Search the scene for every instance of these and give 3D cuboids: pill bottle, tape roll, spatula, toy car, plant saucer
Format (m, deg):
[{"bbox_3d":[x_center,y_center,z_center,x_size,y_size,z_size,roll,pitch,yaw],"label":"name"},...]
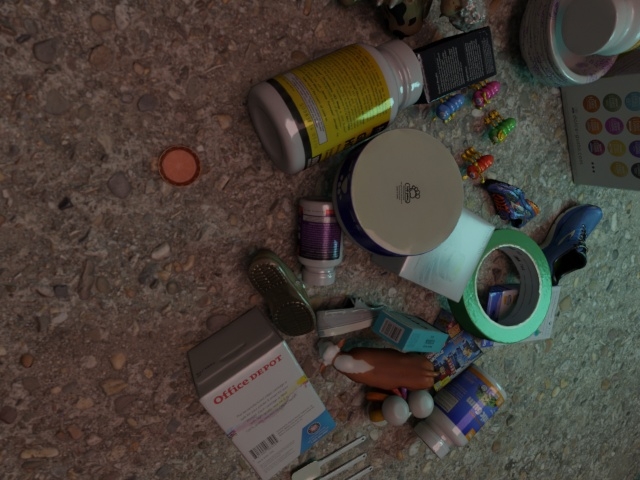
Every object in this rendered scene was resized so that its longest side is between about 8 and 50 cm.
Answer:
[{"bbox_3d":[0.037,-0.285,0.876,0.333,0.188,0.188,-29,113,-15],"label":"pill bottle"},{"bbox_3d":[0.000,0.000,0.979,0.108,0.108,0.194,-3,104,-24],"label":"pill bottle"},{"bbox_3d":[0.514,0.128,1.216,0.321,0.077,0.322,1,86,-19],"label":"tape roll"},{"bbox_3d":[0.413,0.515,1.278,0.272,0.152,0.152,-43,116,-10],"label":"pill bottle"},{"bbox_3d":[0.709,-0.518,0.975,0.278,0.162,0.162,-20,111,-18],"label":"pill bottle"},{"bbox_3d":[0.041,0.668,1.222,0.241,0.019,0.168,-20,110,-19],"label":"spatula"},{"bbox_3d":[0.210,0.435,1.185,0.181,0.159,0.136,-6,69,-23],"label":"toy car"},{"bbox_3d":[-0.285,-0.150,0.861,0.083,0.013,0.084,-6,105,-24],"label":"plant saucer"}]

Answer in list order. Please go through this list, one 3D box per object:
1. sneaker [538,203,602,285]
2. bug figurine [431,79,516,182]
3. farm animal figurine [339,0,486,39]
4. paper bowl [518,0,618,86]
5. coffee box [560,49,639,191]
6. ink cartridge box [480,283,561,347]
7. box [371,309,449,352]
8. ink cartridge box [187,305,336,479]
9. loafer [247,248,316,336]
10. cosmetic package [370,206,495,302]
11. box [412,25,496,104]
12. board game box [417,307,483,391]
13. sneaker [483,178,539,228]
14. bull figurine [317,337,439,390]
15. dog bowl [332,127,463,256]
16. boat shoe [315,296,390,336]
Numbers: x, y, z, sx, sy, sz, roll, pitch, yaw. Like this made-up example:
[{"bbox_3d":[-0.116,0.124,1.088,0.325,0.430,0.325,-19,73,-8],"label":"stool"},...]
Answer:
[{"bbox_3d":[0.784,0.024,1.324,0.330,0.147,0.130,-47,117,-8],"label":"sneaker"},{"bbox_3d":[0.412,-0.300,1.111,0.216,0.072,0.279,-43,116,-9],"label":"bug figurine"},{"bbox_3d":[0.139,-0.524,0.851,0.326,0.330,0.172,24,90,-56],"label":"farm animal figurine"},{"bbox_3d":[0.640,-0.551,1.108,0.284,0.148,0.285,-7,107,-23],"label":"paper bowl"},{"bbox_3d":[0.958,-0.365,1.197,0.338,0.334,0.338,-31,114,-15],"label":"coffee box"},{"bbox_3d":[0.622,0.233,1.352,0.310,0.065,0.186,-1,104,-26],"label":"ink cartridge box"},{"bbox_3d":[0.239,0.240,1.107,0.244,0.100,0.060,22,95,-51],"label":"box"},{"bbox_3d":[-0.134,0.333,0.952,0.198,0.197,0.270,-32,115,-13],"label":"ink cartridge box"},{"bbox_3d":[-0.081,0.119,0.982,0.101,0.092,0.269,-16,128,8],"label":"loafer"},{"bbox_3d":[0.292,0.009,1.100,0.224,0.138,0.224,24,93,-29],"label":"cosmetic package"},{"bbox_3d":[0.268,-0.395,0.975,0.207,0.153,0.108,-27,113,-15],"label":"box"},{"bbox_3d":[0.370,0.310,1.257,0.194,0.060,0.194,-32,113,-14],"label":"board game box"},{"bbox_3d":[0.543,-0.103,1.220,0.221,0.083,0.087,30,95,-26],"label":"sneaker"},{"bbox_3d":[0.143,0.317,1.074,0.188,0.310,0.101,40,60,-65],"label":"bull figurine"},{"bbox_3d":[0.164,-0.097,0.900,0.264,0.104,0.265,0,89,-18],"label":"dog bowl"},{"bbox_3d":[0.086,0.183,1.081,0.227,0.079,0.081,-8,83,-35],"label":"boat shoe"}]
